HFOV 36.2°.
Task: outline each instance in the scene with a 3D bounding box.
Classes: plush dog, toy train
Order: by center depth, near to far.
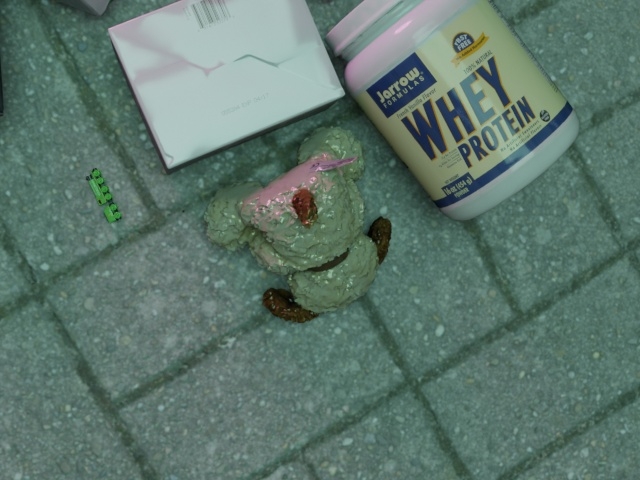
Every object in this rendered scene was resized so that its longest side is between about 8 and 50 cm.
[{"bbox_3d":[0.000,0.000,1.385,0.262,0.210,0.225,-33,121,-6],"label":"plush dog"},{"bbox_3d":[-0.311,-0.064,1.405,0.023,0.017,0.083,-26,94,2],"label":"toy train"}]

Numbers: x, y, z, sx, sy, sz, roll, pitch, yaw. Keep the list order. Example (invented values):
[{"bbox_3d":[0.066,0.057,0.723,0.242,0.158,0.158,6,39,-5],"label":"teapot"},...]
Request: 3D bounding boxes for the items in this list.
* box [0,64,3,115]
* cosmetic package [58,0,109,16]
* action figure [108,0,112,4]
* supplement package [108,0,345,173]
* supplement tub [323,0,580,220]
[{"bbox_3d":[-0.589,-0.345,1.276,0.318,0.097,0.395,-5,89,13],"label":"box"},{"bbox_3d":[-0.389,-0.404,1.332,0.231,0.085,0.117,23,86,11],"label":"cosmetic package"},{"bbox_3d":[-0.270,-0.443,1.392,0.137,0.063,0.232,22,86,-10],"label":"action figure"},{"bbox_3d":[-0.134,-0.237,1.370,0.262,0.145,0.204,-24,94,-9],"label":"supplement package"},{"bbox_3d":[0.181,-0.216,1.375,0.235,0.235,0.325,-40,95,-7],"label":"supplement tub"}]
